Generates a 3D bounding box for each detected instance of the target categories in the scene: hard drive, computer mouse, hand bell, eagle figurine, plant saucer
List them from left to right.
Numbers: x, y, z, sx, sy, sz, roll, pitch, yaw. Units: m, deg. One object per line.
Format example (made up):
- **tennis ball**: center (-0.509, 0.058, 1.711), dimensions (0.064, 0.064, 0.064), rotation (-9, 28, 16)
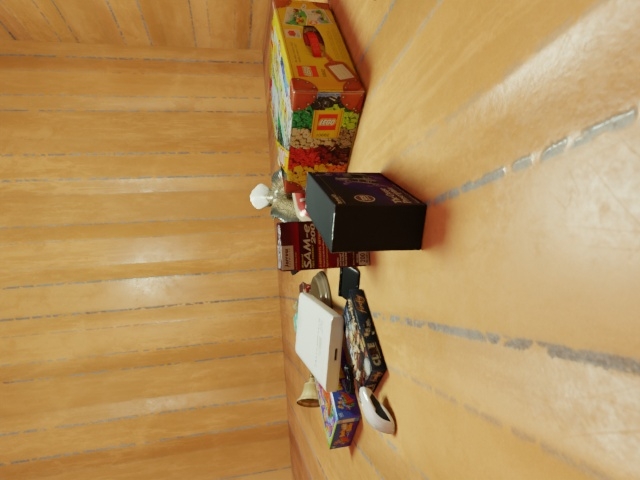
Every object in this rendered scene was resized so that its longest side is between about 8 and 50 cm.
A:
- **eagle figurine**: center (-0.118, -0.176, 1.650), dimensions (0.226, 0.225, 0.298), rotation (49, 161, -15)
- **hand bell**: center (-0.036, 0.613, 1.875), dimensions (0.126, 0.126, 0.242), rotation (102, 173, -51)
- **hard drive**: center (-0.012, 0.327, 1.407), dimensions (0.353, 0.047, 0.233), rotation (-165, 79, -71)
- **plant saucer**: center (0.000, 0.263, 1.690), dimensions (0.278, 0.041, 0.278), rotation (176, 90, -77)
- **computer mouse**: center (0.115, 0.410, 1.051), dimensions (0.193, 0.042, 0.106), rotation (45, 145, 43)

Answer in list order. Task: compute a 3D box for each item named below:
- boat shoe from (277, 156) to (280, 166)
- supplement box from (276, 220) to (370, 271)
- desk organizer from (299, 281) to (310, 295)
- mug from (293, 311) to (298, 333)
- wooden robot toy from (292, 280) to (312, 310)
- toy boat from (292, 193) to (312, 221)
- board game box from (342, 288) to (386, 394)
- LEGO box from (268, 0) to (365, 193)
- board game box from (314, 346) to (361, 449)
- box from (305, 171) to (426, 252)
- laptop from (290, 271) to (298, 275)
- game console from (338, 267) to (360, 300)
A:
- **boat shoe**: center (-0.119, -0.362, 1.922), dimensions (0.302, 0.109, 0.098), rotation (-120, 39, -51)
- **supplement box**: center (0.007, 0.010, 1.111), dimensions (0.073, 0.239, 0.130), rotation (-174, 81, -77)
- **desk organizer**: center (-0.073, 0.231, 1.997), dimensions (0.130, 0.047, 0.050), rotation (127, 140, -71)
- **mug**: center (-0.071, 0.363, 1.861), dimensions (0.158, 0.097, 0.129), rotation (-103, 7, -52)
- **wooden robot toy**: center (-0.048, 0.251, 1.831), dimensions (0.076, 0.079, 0.173), rotation (-57, -4, 41)
- **toy boat**: center (0.000, -0.146, 1.415), dimensions (0.151, 0.151, 0.231), rotation (-47, 39, 32)
- **board game box**: center (0.113, 0.283, 1.159), dimensions (0.165, 0.042, 0.243), rotation (100, 162, -47)
- **LEGO box**: center (-0.041, -0.454, 1.316), dimensions (0.372, 0.193, 0.500), rotation (102, 161, -51)
- **board game box**: center (0.044, 0.506, 1.458), dimensions (0.347, 0.078, 0.233), rotation (-106, 18, -46)
- **box**: center (0.081, -0.070, 0.882), dimensions (0.261, 0.184, 0.103), rotation (-121, 29, -64)
- **laptop**: center (-0.060, -0.033, 1.648), dimensions (0.136, 0.264, 0.234), rotation (51, -173, -29)
- **game console**: center (0.095, 0.119, 1.276), dimensions (0.107, 0.071, 0.122), rotation (-53, -30, -60)
